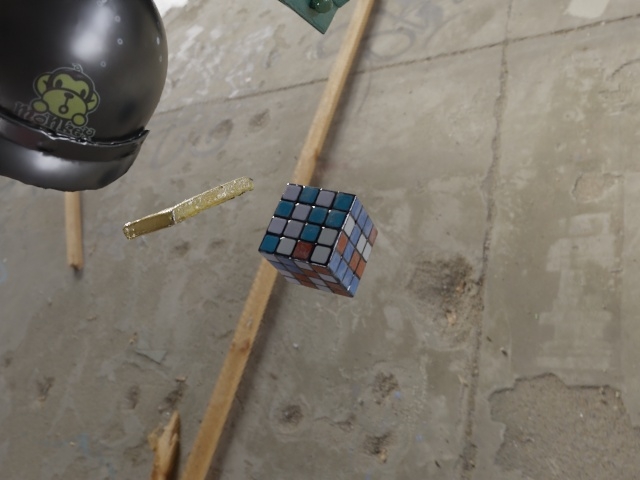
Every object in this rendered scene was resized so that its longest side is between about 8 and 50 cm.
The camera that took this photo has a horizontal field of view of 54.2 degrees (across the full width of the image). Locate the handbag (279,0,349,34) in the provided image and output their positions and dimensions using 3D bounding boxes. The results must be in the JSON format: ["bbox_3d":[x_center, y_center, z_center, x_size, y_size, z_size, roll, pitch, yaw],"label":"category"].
[{"bbox_3d":[-0.001,-0.474,0.907,0.100,0.274,0.268,38,101,35],"label":"handbag"}]

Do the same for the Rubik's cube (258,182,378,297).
[{"bbox_3d":[0.000,0.000,0.721,0.092,0.092,0.092,13,69,28],"label":"Rubik's cube"}]

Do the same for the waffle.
[{"bbox_3d":[-0.162,-0.043,0.785,0.097,0.023,0.153,-12,14,40],"label":"waffle"}]

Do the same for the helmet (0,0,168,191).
[{"bbox_3d":[-0.245,-0.195,0.597,0.160,0.230,0.279,-43,47,30],"label":"helmet"}]
